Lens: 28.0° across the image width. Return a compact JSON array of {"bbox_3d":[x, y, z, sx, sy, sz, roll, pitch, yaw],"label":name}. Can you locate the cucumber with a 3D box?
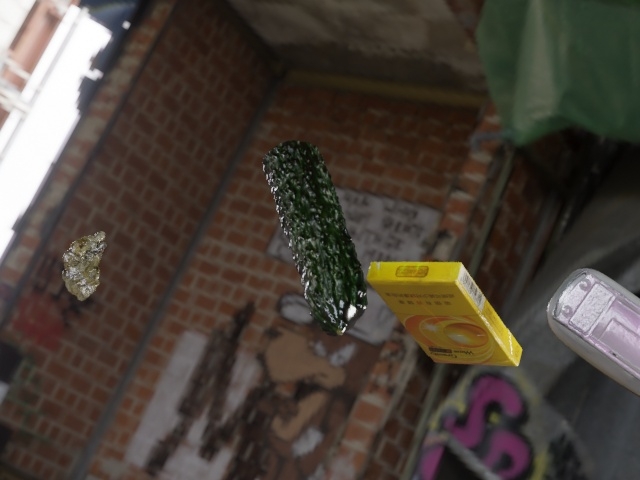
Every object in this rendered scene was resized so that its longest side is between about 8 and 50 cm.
[{"bbox_3d":[0.000,0.000,1.763,0.096,0.096,0.359,38,21,-40],"label":"cucumber"}]

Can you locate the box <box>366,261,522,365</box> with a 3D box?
[{"bbox_3d":[0.193,0.116,1.965,0.152,0.043,0.269,0,-32,33],"label":"box"}]

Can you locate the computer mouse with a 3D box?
[{"bbox_3d":[0.455,0.143,1.918,0.245,0.126,0.056,35,-6,6],"label":"computer mouse"}]

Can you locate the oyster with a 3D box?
[{"bbox_3d":[-0.302,0.029,1.649,0.038,0.081,0.083,51,-1,-43],"label":"oyster"}]
